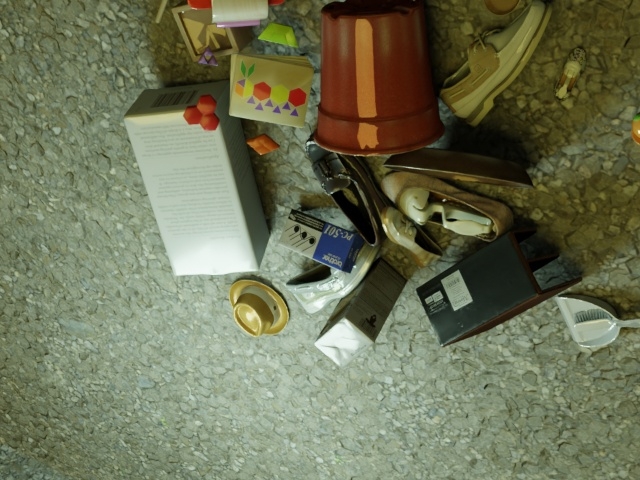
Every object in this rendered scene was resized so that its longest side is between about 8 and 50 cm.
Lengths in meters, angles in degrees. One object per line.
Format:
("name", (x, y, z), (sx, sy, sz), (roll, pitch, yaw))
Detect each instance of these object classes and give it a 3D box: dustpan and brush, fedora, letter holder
("dustpan and brush", (0.645, 0.182, 1.979), (0.211, 0.060, 0.147), (-13, 117, 35))
("fedora", (-0.183, 0.201, 2.426), (0.194, 0.079, 0.194), (15, 130, 18))
("letter holder", (0.411, 0.101, 2.005), (0.302, 0.214, 0.152), (-37, 70, 43))

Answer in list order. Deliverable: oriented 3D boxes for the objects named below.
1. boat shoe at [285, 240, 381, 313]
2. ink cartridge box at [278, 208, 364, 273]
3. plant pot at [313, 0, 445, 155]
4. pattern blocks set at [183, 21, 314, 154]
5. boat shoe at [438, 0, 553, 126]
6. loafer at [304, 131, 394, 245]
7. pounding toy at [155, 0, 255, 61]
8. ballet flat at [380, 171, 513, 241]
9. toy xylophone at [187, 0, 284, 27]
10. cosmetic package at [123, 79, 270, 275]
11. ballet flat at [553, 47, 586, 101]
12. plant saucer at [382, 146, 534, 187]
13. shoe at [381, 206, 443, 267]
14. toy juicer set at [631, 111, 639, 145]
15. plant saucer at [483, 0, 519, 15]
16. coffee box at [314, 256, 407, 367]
("boat shoe", (0.031, 0.080, 2.198), (0.103, 0.118, 0.320), (41, 139, -11))
("ink cartridge box", (0.000, 0.000, 2.127), (0.207, 0.046, 0.097), (23, 92, 35))
("plant pot", (0.111, -0.341, 1.756), (0.272, 0.272, 0.265), (7, 118, 23))
("pattern blocks set", (-0.113, -0.330, 1.914), (0.324, 0.026, 0.285), (17, 109, -9))
("boat shoe", (0.334, -0.352, 1.709), (0.103, 0.113, 0.302), (30, 134, -3))
("loafer", (0.066, -0.118, 2.036), (0.302, 0.095, 0.109), (49, 137, -13))
("pounding toy", (-0.268, -0.509, 1.925), (0.181, 0.094, 0.206), (-5, 121, 30))
("ballet flat", (0.271, -0.073, 1.957), (0.316, 0.106, 0.108), (15, 131, 18))
("toy xylophone", (-0.145, -0.583, 1.770), (0.236, 0.081, 0.323), (1, 114, -12))
("cosmetic package", (-0.288, -0.143, 2.137), (0.230, 0.161, 0.453), (-3, 123, 13))
("ballet flat", (0.484, -0.317, 1.705), (0.041, 0.041, 0.114), (24, 131, 10))
("plant saucer", (0.284, -0.151, 1.803), (0.310, 0.310, 0.050), (9, 92, 22))
("shoe", (0.213, -0.013, 2.032), (0.058, 0.077, 0.219), (-13, 142, 33))
("toy juicer set", (0.734, -0.155, 1.659), (0.329, 0.089, 0.209), (39, 132, -4))
("plant saucer", (0.347, -0.468, 1.662), (0.083, 0.015, 0.083), (10, 105, 40))
("coffee box", (0.100, 0.173, 2.138), (0.098, 0.246, 0.141), (41, 131, -6))
